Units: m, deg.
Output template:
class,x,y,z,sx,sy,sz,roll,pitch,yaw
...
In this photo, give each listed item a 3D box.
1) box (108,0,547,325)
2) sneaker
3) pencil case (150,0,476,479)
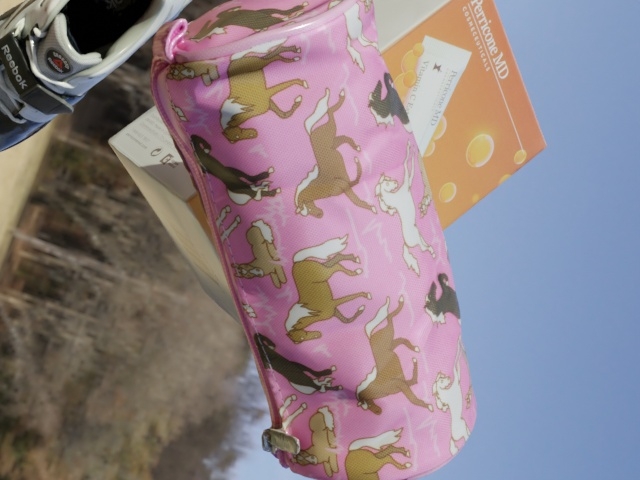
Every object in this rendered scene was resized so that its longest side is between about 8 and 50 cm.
class,x,y,z,sx,sy,sz,roll,pitch,yaw
box,0.014,-0.093,1.197,0.345,0.215,0.168,-39,-141,-13
sneaker,-0.274,-0.192,1.260,0.330,0.122,0.146,-37,-166,14
pencil case,0.000,0.000,0.926,0.167,0.160,0.386,-45,126,-50
